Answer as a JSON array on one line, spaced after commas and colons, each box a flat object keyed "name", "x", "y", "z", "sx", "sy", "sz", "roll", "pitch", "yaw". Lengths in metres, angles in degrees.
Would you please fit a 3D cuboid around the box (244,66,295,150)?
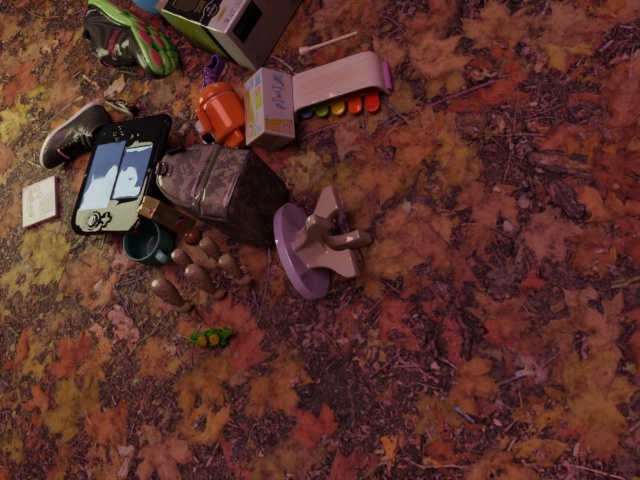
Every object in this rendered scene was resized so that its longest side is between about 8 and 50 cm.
[{"name": "box", "x": -0.150, "y": -0.377, "z": 1.759, "sx": 0.114, "sy": 0.103, "sz": 0.203, "roll": -24, "pitch": 65, "yaw": 52}]

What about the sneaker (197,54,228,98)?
[{"name": "sneaker", "x": -0.360, "y": -0.520, "z": 1.948, "sx": 0.068, "sy": 0.071, "sz": 0.169, "roll": 13, "pitch": 79, "yaw": 26}]

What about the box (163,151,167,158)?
[{"name": "box", "x": -0.497, "y": -0.227, "z": 1.913, "sx": 0.244, "sy": 0.060, "sz": 0.100, "roll": 28, "pitch": 86, "yaw": 28}]

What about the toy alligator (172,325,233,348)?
[{"name": "toy alligator", "x": -0.320, "y": 0.277, "z": 1.682, "sx": 0.190, "sy": 0.056, "sz": 0.051, "roll": -10, "pitch": 110, "yaw": 19}]

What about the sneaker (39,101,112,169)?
[{"name": "sneaker", "x": -0.822, "y": -0.331, "z": 2.058, "sx": 0.296, "sy": 0.104, "sz": 0.147, "roll": -45, "pitch": 57, "yaw": -1}]

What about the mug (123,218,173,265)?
[{"name": "mug", "x": -0.505, "y": 0.022, "z": 1.814, "sx": 0.130, "sy": 0.097, "sz": 0.157, "roll": -23, "pitch": 66, "yaw": 14}]

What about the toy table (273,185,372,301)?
[{"name": "toy table", "x": 0.000, "y": 0.000, "z": 1.544, "sx": 0.161, "sy": 0.252, "sz": 0.274, "roll": -29, "pitch": 74, "yaw": 29}]

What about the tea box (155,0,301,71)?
[{"name": "tea box", "x": -0.274, "y": -0.764, "z": 1.909, "sx": 0.324, "sy": 0.220, "sz": 0.328, "roll": 30, "pitch": 86, "yaw": 27}]

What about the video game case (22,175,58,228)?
[{"name": "video game case", "x": -0.973, "y": -0.133, "z": 2.105, "sx": 0.143, "sy": 0.019, "sz": 0.157, "roll": -18, "pitch": 67, "yaw": 16}]

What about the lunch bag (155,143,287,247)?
[{"name": "lunch bag", "x": -0.268, "y": -0.128, "z": 1.649, "sx": 0.256, "sy": 0.305, "sz": 0.212, "roll": 9, "pitch": 76, "yaw": 24}]

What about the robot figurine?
[{"name": "robot figurine", "x": -0.288, "y": -0.380, "z": 1.818, "sx": 0.158, "sy": 0.128, "sz": 0.219, "roll": -30, "pitch": 86, "yaw": -7}]

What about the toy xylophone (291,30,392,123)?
[{"name": "toy xylophone", "x": 0.045, "y": -0.470, "z": 1.755, "sx": 0.323, "sy": 0.081, "sz": 0.236, "roll": -5, "pitch": 72, "yaw": 21}]

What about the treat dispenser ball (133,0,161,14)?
[{"name": "treat dispenser ball", "x": -0.526, "y": -0.903, "z": 2.023, "sx": 0.288, "sy": 0.288, "sz": 0.288, "roll": -7, "pitch": 70, "yaw": 21}]

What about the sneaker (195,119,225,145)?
[{"name": "sneaker", "x": -0.349, "y": -0.331, "z": 1.878, "sx": 0.057, "sy": 0.075, "sz": 0.161, "roll": -40, "pitch": 63, "yaw": 6}]

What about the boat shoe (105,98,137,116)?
[{"name": "boat shoe", "x": -0.681, "y": -0.460, "z": 2.077, "sx": 0.133, "sy": 0.049, "sz": 0.042, "roll": 22, "pitch": 77, "yaw": 25}]

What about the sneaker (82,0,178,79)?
[{"name": "sneaker", "x": -0.658, "y": -0.663, "z": 2.087, "sx": 0.483, "sy": 0.185, "sz": 0.202, "roll": 42, "pitch": 110, "yaw": 31}]

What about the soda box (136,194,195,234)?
[{"name": "soda box", "x": -0.447, "y": -0.070, "z": 1.772, "sx": 0.061, "sy": 0.181, "sz": 0.058, "roll": 21, "pitch": 82, "yaw": 27}]

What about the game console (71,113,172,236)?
[{"name": "game console", "x": -0.620, "y": -0.199, "z": 1.876, "sx": 0.342, "sy": 0.060, "sz": 0.386, "roll": -3, "pitch": 70, "yaw": 39}]

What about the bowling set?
[{"name": "bowling set", "x": -0.321, "y": 0.068, "z": 1.718, "sx": 0.287, "sy": 0.154, "sz": 0.199, "roll": -16, "pitch": 49, "yaw": 19}]
